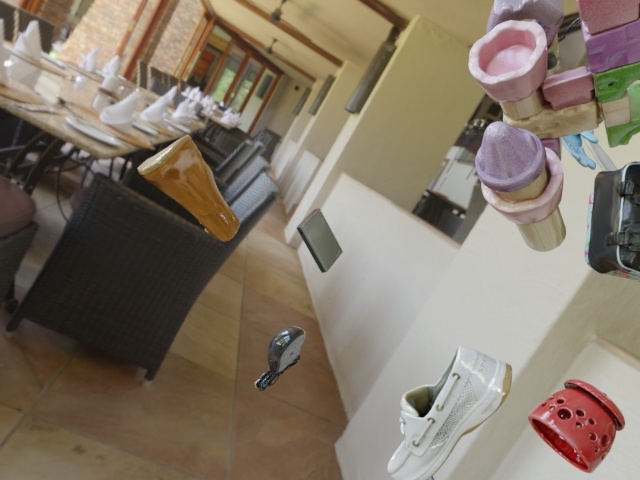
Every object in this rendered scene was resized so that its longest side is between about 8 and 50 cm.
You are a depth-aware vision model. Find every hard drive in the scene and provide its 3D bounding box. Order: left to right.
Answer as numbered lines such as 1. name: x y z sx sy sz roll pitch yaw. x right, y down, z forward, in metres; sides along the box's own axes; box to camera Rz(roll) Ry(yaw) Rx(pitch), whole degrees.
1. hard drive: 0.000 0.000 1.173 0.094 0.022 0.135 -48 117 -45

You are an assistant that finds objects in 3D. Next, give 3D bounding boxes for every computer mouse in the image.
1. computer mouse: -0.126 0.354 1.495 0.072 0.272 0.188 42 49 21

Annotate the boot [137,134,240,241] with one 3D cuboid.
1. boot: -0.231 -0.087 0.900 0.211 0.104 0.295 58 0 -16

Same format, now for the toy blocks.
1. toy blocks: 0.263 -0.180 0.380 0.288 0.309 0.260 -8 -29 33

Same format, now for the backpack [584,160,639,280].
1. backpack: 0.656 -0.023 0.904 0.253 0.225 0.191 7 -6 3

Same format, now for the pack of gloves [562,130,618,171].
1. pack of gloves: 0.544 -0.244 0.982 0.195 0.046 0.232 -3 63 -37

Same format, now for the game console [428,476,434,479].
1. game console: 0.275 0.761 1.127 0.250 0.173 0.293 56 9 -34

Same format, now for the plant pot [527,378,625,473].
1. plant pot: 0.687 0.483 1.247 0.191 0.174 0.191 49 -9 10

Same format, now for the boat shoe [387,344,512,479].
1. boat shoe: 0.161 0.254 0.688 0.096 0.277 0.098 31 27 5
